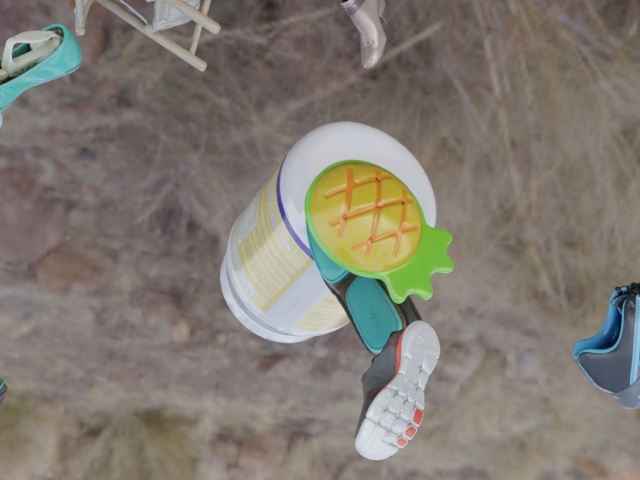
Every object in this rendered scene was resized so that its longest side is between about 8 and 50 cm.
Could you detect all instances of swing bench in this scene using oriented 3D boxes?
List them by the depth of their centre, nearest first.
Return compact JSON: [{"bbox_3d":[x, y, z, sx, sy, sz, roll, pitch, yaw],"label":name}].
[{"bbox_3d":[-0.289,-0.430,2.147,0.254,0.165,0.253,15,171,-9],"label":"swing bench"}]

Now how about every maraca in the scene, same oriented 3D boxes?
[{"bbox_3d":[0.066,-0.011,1.400,0.185,0.127,0.099,41,163,-1],"label":"maraca"}]

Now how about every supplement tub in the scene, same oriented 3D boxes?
[{"bbox_3d":[0.000,0.000,1.870,0.241,0.241,0.331,18,148,-17],"label":"supplement tub"}]

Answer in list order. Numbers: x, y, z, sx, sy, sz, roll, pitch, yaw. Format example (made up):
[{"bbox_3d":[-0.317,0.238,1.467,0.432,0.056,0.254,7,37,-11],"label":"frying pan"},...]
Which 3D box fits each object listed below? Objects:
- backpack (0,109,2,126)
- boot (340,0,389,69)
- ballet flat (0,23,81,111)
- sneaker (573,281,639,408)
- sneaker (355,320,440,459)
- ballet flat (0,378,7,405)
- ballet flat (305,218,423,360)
[{"bbox_3d":[-0.492,-0.191,1.343,0.290,0.273,0.355,-23,151,11],"label":"backpack"},{"bbox_3d":[0.058,-0.310,1.749,0.042,0.118,0.087,-8,147,37],"label":"boot"},{"bbox_3d":[-0.454,-0.243,1.786,0.083,0.247,0.087,29,142,36],"label":"ballet flat"},{"bbox_3d":[0.537,0.100,1.940,0.139,0.341,0.125,36,-175,-11],"label":"sneaker"},{"bbox_3d":[0.067,0.153,1.250,0.065,0.158,0.061,-14,127,48],"label":"sneaker"},{"bbox_3d":[-0.455,0.230,1.579,0.074,0.074,0.203,5,-171,9],"label":"ballet flat"},{"bbox_3d":[0.059,0.051,1.557,0.095,0.280,0.096,-39,139,21],"label":"ballet flat"}]
